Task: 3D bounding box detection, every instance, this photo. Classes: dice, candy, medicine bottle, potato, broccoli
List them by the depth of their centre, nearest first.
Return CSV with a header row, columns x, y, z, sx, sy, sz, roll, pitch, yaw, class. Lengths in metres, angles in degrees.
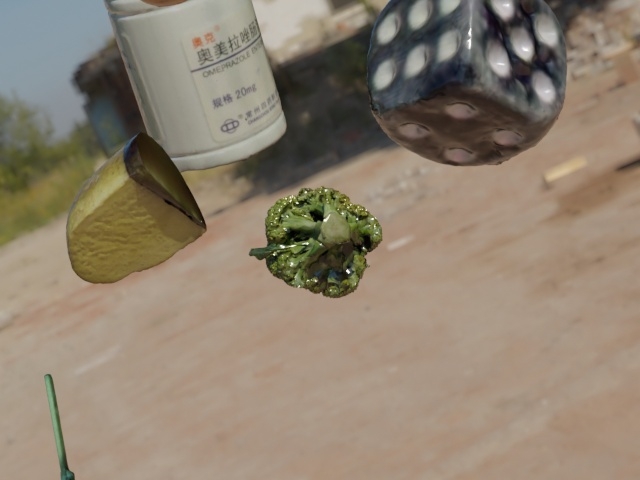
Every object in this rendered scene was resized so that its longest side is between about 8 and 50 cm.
x,y,z,sx,sy,sz,roll,pitch,yaw,class
-0.156,-0.023,1.178,0.103,0.096,0.066,-32,44,8,potato
0.000,0.000,1.684,0.130,0.131,0.120,-52,7,-22,broccoli
0.173,-0.203,1.808,0.183,0.182,0.182,25,-31,-35,dice
-0.177,-0.277,2.038,0.189,0.332,0.190,-14,23,6,medicine bottle
-0.356,0.338,2.159,0.083,0.306,0.091,-8,2,32,candy

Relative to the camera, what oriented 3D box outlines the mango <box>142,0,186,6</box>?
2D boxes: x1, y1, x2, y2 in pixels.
x,y,z,sx,sy,sz,roll,pitch,yaw,class
-0.136,-0.349,1.334,0.177,0.295,0.120,11,42,27,mango
